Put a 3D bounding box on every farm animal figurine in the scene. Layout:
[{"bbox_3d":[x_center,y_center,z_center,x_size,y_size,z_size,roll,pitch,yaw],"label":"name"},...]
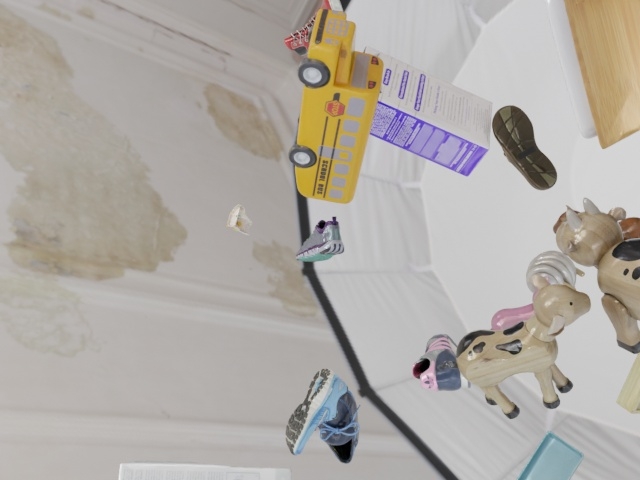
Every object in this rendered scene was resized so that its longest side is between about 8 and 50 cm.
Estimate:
[{"bbox_3d":[0.324,0.053,0.685,0.330,0.326,0.172,-45,-63,-25],"label":"farm animal figurine"}]

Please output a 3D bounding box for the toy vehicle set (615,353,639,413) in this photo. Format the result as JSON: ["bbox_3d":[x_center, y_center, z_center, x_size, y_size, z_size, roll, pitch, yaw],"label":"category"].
[{"bbox_3d":[0.630,0.177,1.061,0.165,0.267,0.035,9,-163,-28],"label":"toy vehicle set"}]

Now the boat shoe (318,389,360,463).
[{"bbox_3d":[0.047,0.399,1.321,0.258,0.108,0.089,65,-164,-45],"label":"boat shoe"}]

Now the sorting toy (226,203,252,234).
[{"bbox_3d":[-0.241,-0.052,1.867,0.075,0.044,0.083,35,-132,-32],"label":"sorting toy"}]

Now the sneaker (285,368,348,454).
[{"bbox_3d":[-0.002,0.315,1.097,0.073,0.162,0.063,33,176,-21],"label":"sneaker"}]

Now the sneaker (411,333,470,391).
[{"bbox_3d":[0.298,0.320,1.629,0.130,0.112,0.319,-9,180,-1],"label":"sneaker"}]

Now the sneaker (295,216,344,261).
[{"bbox_3d":[0.000,0.000,1.673,0.083,0.223,0.098,4,-102,-28],"label":"sneaker"}]

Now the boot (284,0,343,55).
[{"bbox_3d":[-0.019,-0.591,1.698,0.244,0.176,0.089,73,-175,-78],"label":"boot"}]

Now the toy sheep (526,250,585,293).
[{"bbox_3d":[0.402,0.063,1.067,0.091,0.091,0.132,40,-142,13],"label":"toy sheep"}]

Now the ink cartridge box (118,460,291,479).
[{"bbox_3d":[-0.250,0.637,1.308,0.384,0.091,0.309,-1,-108,6],"label":"ink cartridge box"}]

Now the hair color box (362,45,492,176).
[{"bbox_3d":[0.225,-0.302,1.434,0.338,0.110,0.185,24,-131,-7],"label":"hair color box"}]

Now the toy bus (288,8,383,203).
[{"bbox_3d":[0.023,-0.212,1.039,0.130,0.333,0.108,11,-128,0],"label":"toy bus"}]

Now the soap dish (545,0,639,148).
[{"bbox_3d":[0.431,-0.278,0.826,0.290,0.118,0.229,-30,-74,-39],"label":"soap dish"}]

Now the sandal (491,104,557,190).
[{"bbox_3d":[0.455,-0.204,1.383,0.219,0.089,0.060,61,172,15],"label":"sandal"}]

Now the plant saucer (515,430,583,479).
[{"bbox_3d":[0.307,0.374,0.889,0.018,0.192,0.067,34,178,-33],"label":"plant saucer"}]
